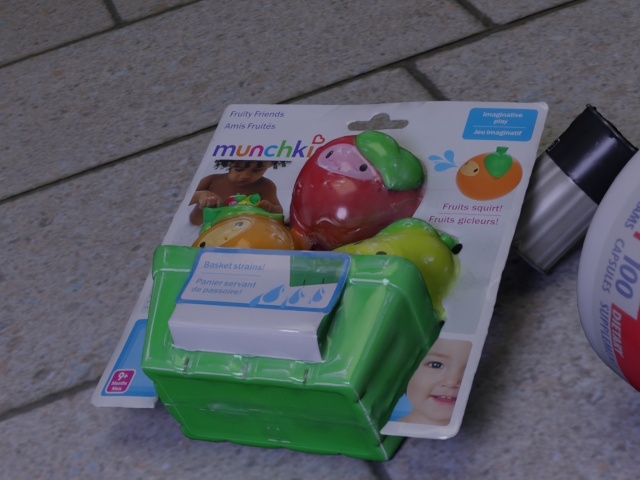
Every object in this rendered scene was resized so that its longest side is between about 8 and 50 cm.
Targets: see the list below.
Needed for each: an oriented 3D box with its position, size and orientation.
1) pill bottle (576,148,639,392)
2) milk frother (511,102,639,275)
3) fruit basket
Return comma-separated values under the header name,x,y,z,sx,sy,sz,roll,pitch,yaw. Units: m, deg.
name,x,y,z,sx,sy,sz,roll,pitch,yaw
pill bottle,0.365,0.082,0.797,0.229,0.229,0.407,-25,34,-16
milk frother,0.244,-0.020,1.131,0.135,0.129,0.143,-46,64,14
fruit basket,0.000,0.000,1.082,0.327,0.165,0.353,3,57,25
